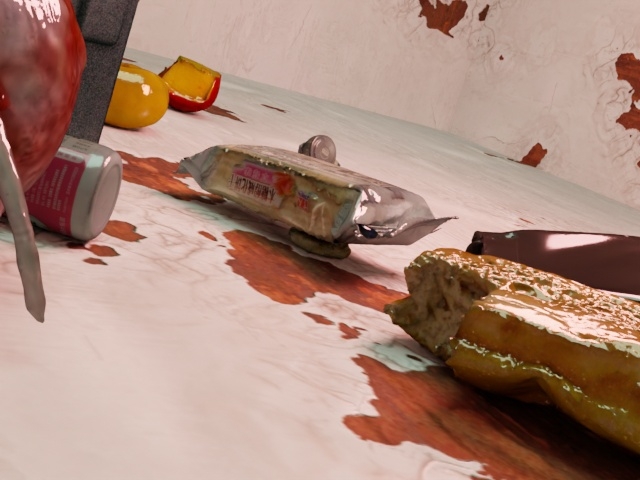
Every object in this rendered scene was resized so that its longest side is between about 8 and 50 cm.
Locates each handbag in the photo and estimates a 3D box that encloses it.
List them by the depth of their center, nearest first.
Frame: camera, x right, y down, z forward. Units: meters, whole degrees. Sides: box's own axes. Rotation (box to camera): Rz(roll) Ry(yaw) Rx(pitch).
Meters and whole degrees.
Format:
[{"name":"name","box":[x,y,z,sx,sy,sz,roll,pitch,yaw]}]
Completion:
[{"name":"handbag","box":[0.277,0.062,0.996,0.257,0.113,0.285,13,19,6]}]

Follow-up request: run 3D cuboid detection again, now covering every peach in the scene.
[{"name":"peach","box":[-0.339,-0.248,1.531,0.179,0.103,0.179,18,10,-3]},{"name":"peach","box":[-0.278,-0.328,1.935,0.151,0.118,0.151,-21,18,7]}]

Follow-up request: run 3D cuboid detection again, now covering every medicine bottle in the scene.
[{"name":"medicine bottle","box":[-0.297,-0.070,0.840,0.217,0.090,0.090,17,12,2]}]

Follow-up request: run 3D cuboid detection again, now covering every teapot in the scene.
[{"name":"teapot","box":[-0.003,-0.158,1.712,0.057,0.066,0.088,6,-22,47]}]

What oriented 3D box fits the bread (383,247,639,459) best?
[{"name":"bread","box":[0.224,0.108,0.739,0.381,0.109,0.185,21,17,24]}]

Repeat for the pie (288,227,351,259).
[{"name":"pie","box":[0.000,0.000,1.098,0.085,0.019,0.084,17,13,-4]}]

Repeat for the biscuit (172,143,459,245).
[{"name":"biscuit","box":[-0.012,-0.057,1.105,0.309,0.079,0.186,22,16,34]}]

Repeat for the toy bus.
[{"name":"toy bus","box":[-0.337,-0.253,1.154,0.167,0.275,0.139,27,15,31]}]

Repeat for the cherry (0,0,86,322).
[{"name":"cherry","box":[-0.335,-0.112,0.592,0.335,0.291,0.326,-2,24,-1]}]
